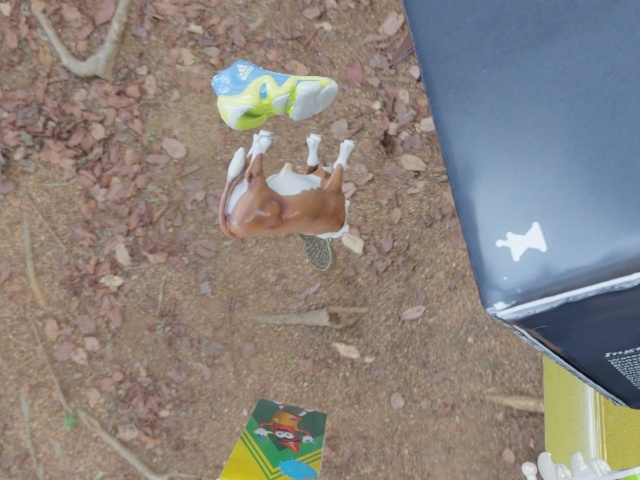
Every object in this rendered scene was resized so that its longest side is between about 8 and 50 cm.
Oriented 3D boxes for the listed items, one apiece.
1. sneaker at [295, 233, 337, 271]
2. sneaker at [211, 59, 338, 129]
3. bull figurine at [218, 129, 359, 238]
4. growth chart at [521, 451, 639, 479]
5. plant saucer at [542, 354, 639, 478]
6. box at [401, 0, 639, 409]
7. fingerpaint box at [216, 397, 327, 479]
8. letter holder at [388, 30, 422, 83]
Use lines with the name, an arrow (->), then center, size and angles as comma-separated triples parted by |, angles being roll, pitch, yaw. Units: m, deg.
sneaker -> 0.000, 0.000, 1.198 | 0.064, 0.086, 0.192 | -54, 48, 19
sneaker -> -0.083, -0.277, 0.969 | 0.126, 0.240, 0.091 | 57, 142, 16
bull figurine -> -0.031, -0.081, 0.913 | 0.101, 0.311, 0.188 | 22, 111, 38
growth chart -> 0.267, 0.279, 0.485 | 0.021, 0.237, 0.171 | 0, 73, -18
plant saucer -> 0.513, 0.331, 0.807 | 0.333, 0.081, 0.332 | 4, 69, 7
box -> 0.318, -0.124, 0.542 | 0.298, 0.472, 0.479 | -25, 56, 29
fingerpaint box -> -0.123, 0.567, 0.991 | 0.163, 0.371, 0.444 | 14, 94, 3
letter holder -> 0.302, -0.419, 1.078 | 0.152, 0.214, 0.302 | 42, 134, -12
